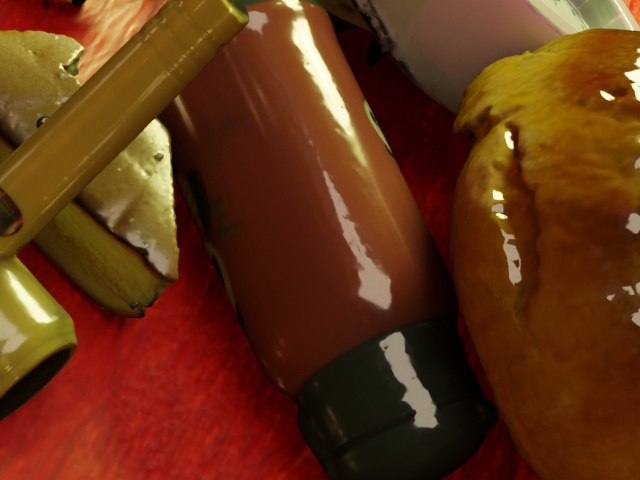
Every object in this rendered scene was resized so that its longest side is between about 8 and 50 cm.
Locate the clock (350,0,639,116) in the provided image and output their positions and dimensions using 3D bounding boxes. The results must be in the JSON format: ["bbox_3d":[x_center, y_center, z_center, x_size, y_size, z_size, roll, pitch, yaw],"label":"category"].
[{"bbox_3d":[0.119,-0.225,1.083,0.338,0.102,0.338,37,30,-26],"label":"clock"}]

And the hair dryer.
[{"bbox_3d":[-0.141,-0.031,0.767,0.135,0.278,0.090,47,6,8],"label":"hair dryer"}]

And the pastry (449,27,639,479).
[{"bbox_3d":[0.191,0.031,0.881,0.356,0.163,0.356,-12,90,-72],"label":"pastry"}]

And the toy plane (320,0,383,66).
[{"bbox_3d":[0.007,-0.188,1.074,0.262,0.088,0.192,44,52,-9],"label":"toy plane"}]

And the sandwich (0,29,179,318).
[{"bbox_3d":[-0.166,-0.057,0.869,0.244,0.090,0.088,42,51,7],"label":"sandwich"}]

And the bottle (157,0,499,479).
[{"bbox_3d":[0.000,0.000,0.884,0.144,0.144,0.336,-10,64,-35],"label":"bottle"}]

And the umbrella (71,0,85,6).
[{"bbox_3d":[-0.207,-0.295,1.013,0.122,0.110,0.272,-16,62,-36],"label":"umbrella"}]
